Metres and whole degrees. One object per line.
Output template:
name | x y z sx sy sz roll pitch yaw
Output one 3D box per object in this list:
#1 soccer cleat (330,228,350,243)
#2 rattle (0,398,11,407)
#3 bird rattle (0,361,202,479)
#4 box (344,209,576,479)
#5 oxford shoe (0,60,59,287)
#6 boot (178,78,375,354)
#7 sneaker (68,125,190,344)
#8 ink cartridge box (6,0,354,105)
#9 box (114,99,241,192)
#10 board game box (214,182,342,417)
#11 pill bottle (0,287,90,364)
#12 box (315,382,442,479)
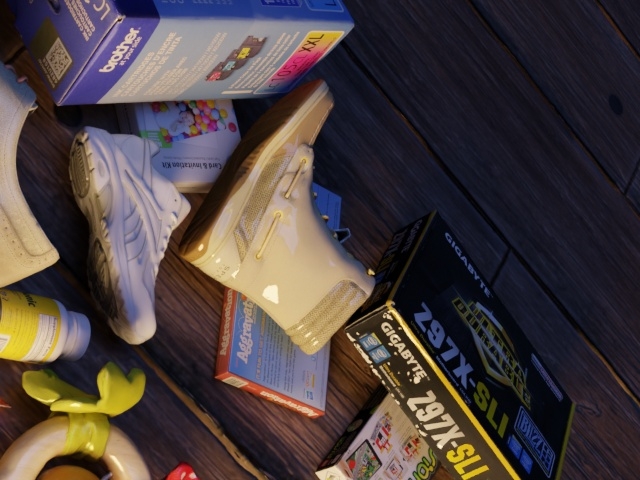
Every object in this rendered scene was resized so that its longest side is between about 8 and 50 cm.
soccer cleat | 0.000 0.000 1.679 0.083 0.035 0.029 -11 80 -47
rattle | -0.330 0.142 1.257 0.199 0.143 0.130 -13 62 -41
bird rattle | -0.214 0.239 1.368 0.207 0.143 0.254 -39 113 -35
box | 0.176 0.154 1.746 0.322 0.079 0.257 54 29 -11
oxford shoe | -0.341 -0.145 1.338 0.146 0.140 0.397 -13 91 -13
boot | -0.013 -0.028 1.611 0.203 0.095 0.262 41 63 -19
sneaker | -0.181 -0.010 1.487 0.115 0.090 0.232 -4 75 -27
ink cartridge box | -0.192 -0.288 1.542 0.395 0.151 0.270 -9 62 -44
box | -0.161 -0.146 1.627 0.145 0.038 0.186 -1 73 -44
board game box | -0.044 0.048 1.660 0.145 0.027 0.281 28 54 -35
pill bottle | -0.279 0.083 1.383 0.116 0.065 0.065 16 61 -40
box | 0.085 0.241 1.690 0.114 0.036 0.207 54 43 -11
